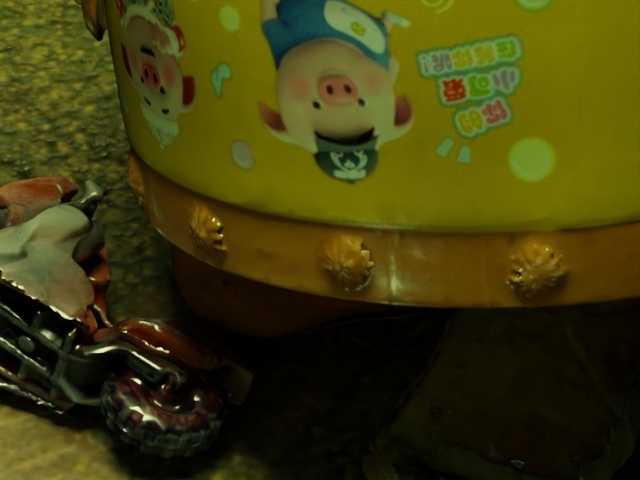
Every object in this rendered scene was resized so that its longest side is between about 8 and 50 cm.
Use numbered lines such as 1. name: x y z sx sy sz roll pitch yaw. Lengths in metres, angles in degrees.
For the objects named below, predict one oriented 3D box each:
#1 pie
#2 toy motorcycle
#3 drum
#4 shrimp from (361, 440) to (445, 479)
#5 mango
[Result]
1. pie: 0.132 0.043 1.021 0.129 0.068 0.282 18 46 20
2. toy motorcycle: -0.125 0.032 1.008 0.212 0.084 0.118 33 37 15
3. drum: 0.092 -0.143 0.951 0.431 0.214 0.431 -6 23 2
4. shrimp: 0.096 0.163 0.884 0.115 0.051 0.217 -25 46 -37
5. mango: -0.001 0.001 1.042 0.159 0.084 0.105 -1 81 -5
